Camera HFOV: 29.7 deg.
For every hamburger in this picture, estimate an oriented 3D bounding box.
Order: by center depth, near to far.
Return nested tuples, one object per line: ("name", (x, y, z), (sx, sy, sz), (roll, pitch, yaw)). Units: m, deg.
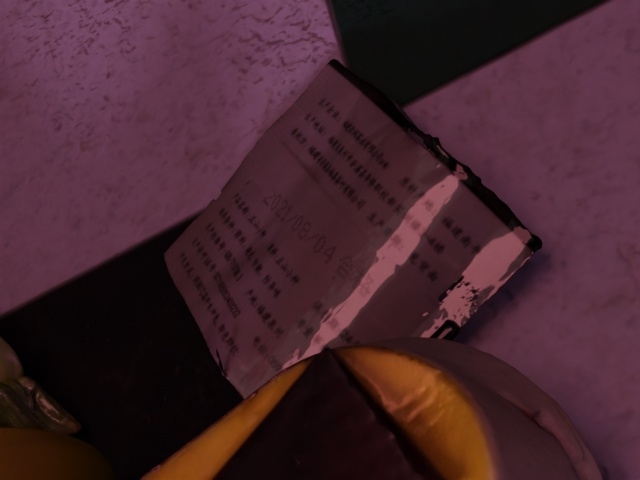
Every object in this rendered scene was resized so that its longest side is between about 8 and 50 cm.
("hamburger", (0.009, 0.182, 0.640), (0.295, 0.151, 0.227), (-39, 53, 18))

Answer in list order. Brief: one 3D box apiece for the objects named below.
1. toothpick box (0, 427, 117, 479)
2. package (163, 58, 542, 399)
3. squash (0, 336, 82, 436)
("toothpick box", (-0.194, 0.265, 0.716), (0.175, 0.175, 0.271), (-26, 58, 20))
("package", (0.000, 0.000, 0.800), (0.204, 0.062, 0.251), (-46, 47, 3))
("squash", (-0.304, 0.082, 0.910), (0.288, 0.137, 0.137), (12, 73, 34))
